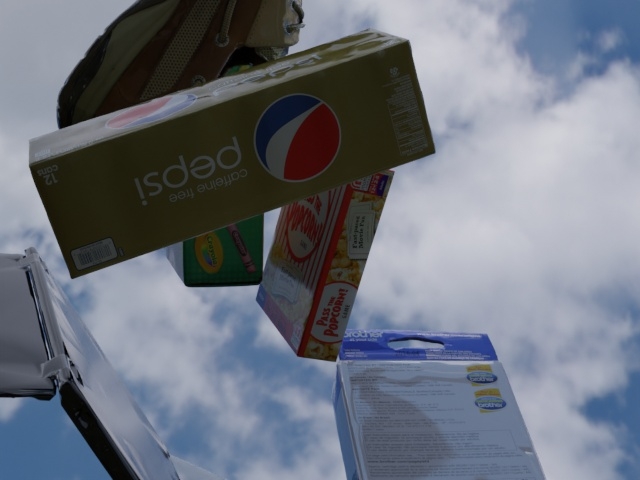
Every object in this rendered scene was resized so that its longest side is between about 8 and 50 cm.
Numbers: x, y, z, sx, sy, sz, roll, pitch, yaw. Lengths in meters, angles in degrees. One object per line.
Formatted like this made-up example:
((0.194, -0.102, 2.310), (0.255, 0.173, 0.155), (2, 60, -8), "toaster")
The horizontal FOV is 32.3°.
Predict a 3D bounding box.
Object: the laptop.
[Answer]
((-0.288, 0.153, 0.889), (0.236, 0.382, 0.408), (-32, -69, -8), "laptop")

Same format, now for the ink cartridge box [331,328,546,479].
((0.116, 0.210, 1.108), (0.185, 0.311, 0.065), (1, -52, -10), "ink cartridge box")

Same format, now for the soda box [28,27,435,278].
((-0.042, -0.045, 0.525), (0.181, 0.061, 0.058), (-19, -70, -9), "soda box")

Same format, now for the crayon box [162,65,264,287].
((-0.111, -0.108, 1.103), (0.081, 0.165, 0.278), (-2, -77, -16), "crayon box")

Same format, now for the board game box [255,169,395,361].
((0.000, 0.000, 1.084), (0.045, 0.147, 0.193), (11, -76, -23), "board game box")

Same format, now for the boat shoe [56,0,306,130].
((-0.072, -0.184, 0.888), (0.120, 0.122, 0.324), (39, -92, -3), "boat shoe")

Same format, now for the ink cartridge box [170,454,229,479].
((-0.191, 0.350, 1.322), (0.104, 0.060, 0.180), (23, -68, -4), "ink cartridge box")
